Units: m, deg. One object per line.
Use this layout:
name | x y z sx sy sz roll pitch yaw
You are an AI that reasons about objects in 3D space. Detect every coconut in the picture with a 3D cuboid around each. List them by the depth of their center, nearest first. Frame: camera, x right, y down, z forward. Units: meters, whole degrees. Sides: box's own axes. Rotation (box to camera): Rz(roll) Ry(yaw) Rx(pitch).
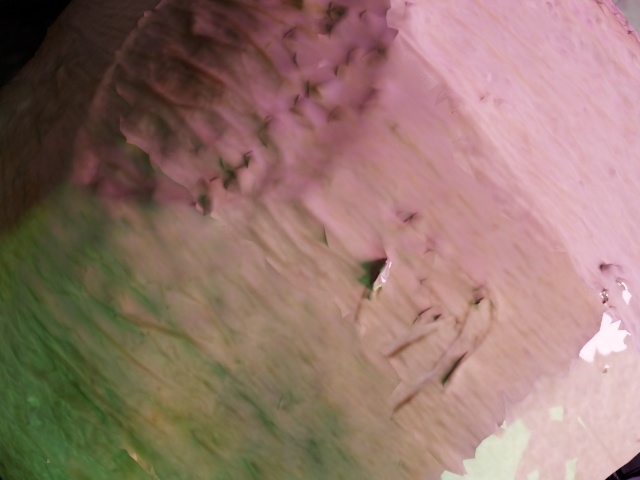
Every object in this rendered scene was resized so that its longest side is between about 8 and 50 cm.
coconut | 0.000 0.000 0.707 0.297 0.254 0.297 -37 174 -5

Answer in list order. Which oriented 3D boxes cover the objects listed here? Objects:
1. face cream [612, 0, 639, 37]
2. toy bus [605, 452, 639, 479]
face cream | 0.191 -0.075 0.923 0.143 0.089 0.314 -36 143 28
toy bus | 0.265 0.122 1.346 0.194 0.083 0.088 -30 156 20
